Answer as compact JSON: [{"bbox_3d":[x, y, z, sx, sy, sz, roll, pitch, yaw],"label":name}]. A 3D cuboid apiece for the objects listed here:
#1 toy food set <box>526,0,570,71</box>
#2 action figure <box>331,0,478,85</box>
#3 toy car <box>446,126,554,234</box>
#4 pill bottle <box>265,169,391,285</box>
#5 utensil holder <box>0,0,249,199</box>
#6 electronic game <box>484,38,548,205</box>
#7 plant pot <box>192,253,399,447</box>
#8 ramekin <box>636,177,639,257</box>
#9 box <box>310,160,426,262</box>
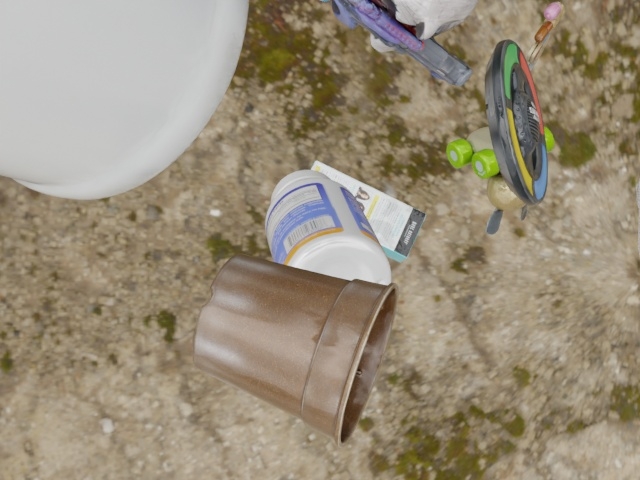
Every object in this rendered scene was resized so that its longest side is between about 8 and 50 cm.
[{"bbox_3d":[0.327,-0.309,1.295,0.019,0.078,0.122,30,98,13],"label":"toy food set"},{"bbox_3d":[0.030,-0.290,0.709,0.178,0.341,0.330,-42,49,25],"label":"action figure"},{"bbox_3d":[0.341,-0.110,1.657,0.149,0.155,0.189,35,142,55],"label":"toy car"},{"bbox_3d":[0.000,0.000,1.307,0.152,0.272,0.152,-5,118,-9],"label":"pill bottle"},{"bbox_3d":[-0.289,-0.222,0.649,0.327,0.385,0.328,-5,80,28],"label":"utensil holder"},{"bbox_3d":[0.274,-0.161,1.216,0.048,0.229,0.229,-9,85,26],"label":"electronic game"},{"bbox_3d":[-0.027,0.097,0.878,0.165,0.167,0.167,18,94,14],"label":"plant pot"},{"bbox_3d":[0.559,-0.011,1.201,0.272,0.273,0.127,13,130,20],"label":"ramekin"},{"bbox_3d":[0.075,-0.056,1.748,0.244,0.060,0.101,26,76,-3],"label":"box"}]
